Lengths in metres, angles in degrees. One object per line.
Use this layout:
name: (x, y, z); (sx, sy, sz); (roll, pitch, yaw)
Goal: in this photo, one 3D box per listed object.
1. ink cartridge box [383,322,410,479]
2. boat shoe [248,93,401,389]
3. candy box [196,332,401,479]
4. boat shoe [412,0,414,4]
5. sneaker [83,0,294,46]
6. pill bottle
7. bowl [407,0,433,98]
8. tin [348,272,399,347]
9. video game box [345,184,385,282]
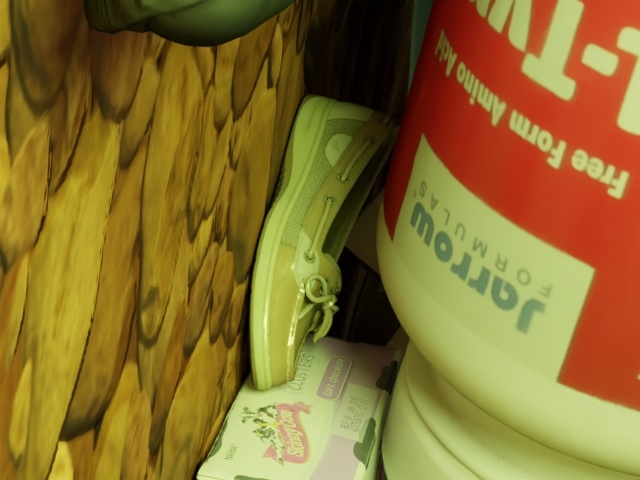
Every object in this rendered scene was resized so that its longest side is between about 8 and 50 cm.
ink cartridge box: (0.116, 0.017, 1.253); (0.332, 0.065, 0.165); (-55, 172, 17)
boat shoe: (0.000, 0.001, 0.915); (0.056, 0.048, 0.153); (91, 11, -56)
candy box: (-0.017, 0.163, 0.926); (0.165, 0.070, 0.196); (-63, 162, -67)
boat shoe: (0.130, -0.213, 1.412); (0.340, 0.127, 0.158); (-59, 178, -42)
sneaker: (0.018, -0.129, 0.529); (0.286, 0.130, 0.109); (-67, 168, -57)
pill bottle: (0.151, -0.057, 0.779); (0.229, 0.229, 0.407); (-69, 174, -58)
bowl: (0.091, -0.201, 1.036); (0.391, 0.077, 0.391); (4, 90, -88)
tin: (0.045, 0.069, 1.471); (0.189, 0.040, 0.106); (-69, 163, -57)
video game box: (0.100, -0.054, 1.293); (0.205, 0.048, 0.187); (-48, 174, 0)
